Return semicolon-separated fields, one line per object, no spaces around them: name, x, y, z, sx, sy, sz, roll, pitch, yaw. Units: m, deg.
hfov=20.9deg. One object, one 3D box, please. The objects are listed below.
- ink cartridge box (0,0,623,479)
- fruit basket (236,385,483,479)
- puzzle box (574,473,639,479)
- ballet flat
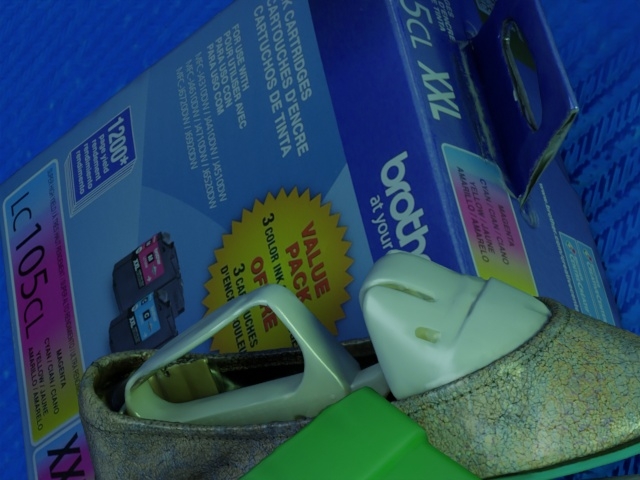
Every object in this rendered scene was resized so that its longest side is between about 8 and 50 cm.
ink cartridge box;0.000;0.000;0.996;0.395;0.151;0.270;-33;55;29
fruit basket;-0.080;0.249;0.680;0.392;0.283;0.392;6;106;23
puzzle box;0.013;0.261;0.827;0.409;0.052;0.272;-12;91;40
ballet flat;0.016;0.065;0.798;0.316;0.107;0.106;-15;106;24
